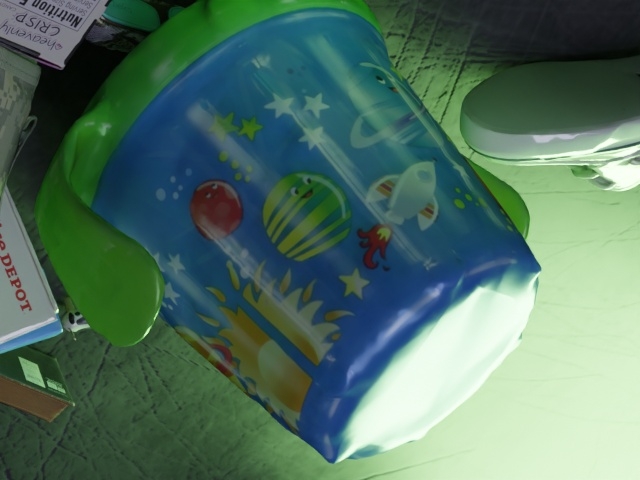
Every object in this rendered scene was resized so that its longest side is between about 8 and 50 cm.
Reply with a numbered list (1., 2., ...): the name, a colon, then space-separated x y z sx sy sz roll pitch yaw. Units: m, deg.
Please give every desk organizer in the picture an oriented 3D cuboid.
1. desk organizer: -0.231 0.089 1.001 0.050 0.047 0.130 -44 137 14

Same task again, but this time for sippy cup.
1. sippy cup: 0.000 0.000 0.891 0.305 0.224 0.240 -33 150 -18

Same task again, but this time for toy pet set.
1. toy pet set: -0.162 0.026 0.972 0.114 0.065 0.122 -18 135 -17

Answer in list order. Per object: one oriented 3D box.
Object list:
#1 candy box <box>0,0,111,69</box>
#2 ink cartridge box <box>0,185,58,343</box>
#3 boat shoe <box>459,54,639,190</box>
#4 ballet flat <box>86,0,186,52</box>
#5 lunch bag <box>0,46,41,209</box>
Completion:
1. candy box: -0.105 -0.220 0.709 0.071 0.159 0.233 22 118 -42
2. ink cartridge box: -0.236 0.027 0.899 0.135 0.056 0.099 -22 93 -13
3. boat shoe: 0.213 -0.081 1.092 0.268 0.096 0.088 -16 131 -31
4. ballet flat: -0.099 -0.122 0.903 0.114 0.041 0.041 14 119 -39
5. lunch bag: -0.273 -0.020 0.742 0.287 0.169 0.235 20 88 -48
